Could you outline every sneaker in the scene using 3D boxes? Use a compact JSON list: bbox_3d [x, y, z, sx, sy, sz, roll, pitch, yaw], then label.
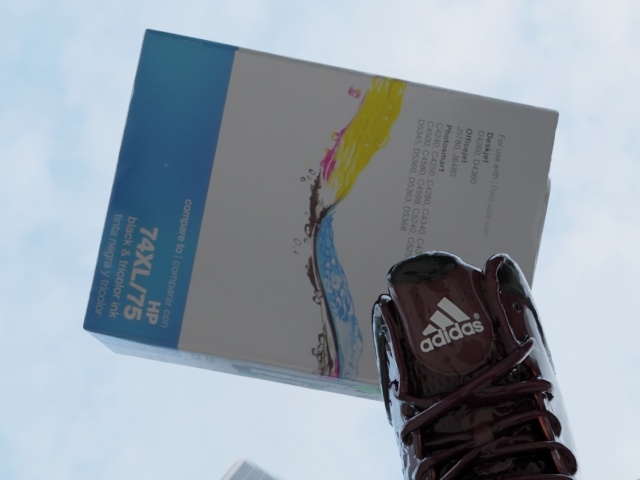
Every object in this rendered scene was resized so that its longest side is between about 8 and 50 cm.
[{"bbox_3d":[0.053,0.089,0.468,0.106,0.281,0.162,-15,-84,5],"label":"sneaker"}]

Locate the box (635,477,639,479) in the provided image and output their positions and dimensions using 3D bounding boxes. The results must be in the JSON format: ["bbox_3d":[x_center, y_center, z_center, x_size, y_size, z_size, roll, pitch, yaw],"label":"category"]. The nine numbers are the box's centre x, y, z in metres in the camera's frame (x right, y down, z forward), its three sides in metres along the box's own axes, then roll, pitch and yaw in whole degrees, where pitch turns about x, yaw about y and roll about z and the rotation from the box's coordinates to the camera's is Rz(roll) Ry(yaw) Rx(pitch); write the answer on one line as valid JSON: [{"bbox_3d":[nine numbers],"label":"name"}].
[{"bbox_3d":[0.162,0.339,0.861,0.322,0.079,0.257,-30,-90,17],"label":"box"}]

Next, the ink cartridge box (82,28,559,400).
[{"bbox_3d":[0.000,0.000,0.860,0.270,0.198,0.197,11,-100,-1],"label":"ink cartridge box"}]
